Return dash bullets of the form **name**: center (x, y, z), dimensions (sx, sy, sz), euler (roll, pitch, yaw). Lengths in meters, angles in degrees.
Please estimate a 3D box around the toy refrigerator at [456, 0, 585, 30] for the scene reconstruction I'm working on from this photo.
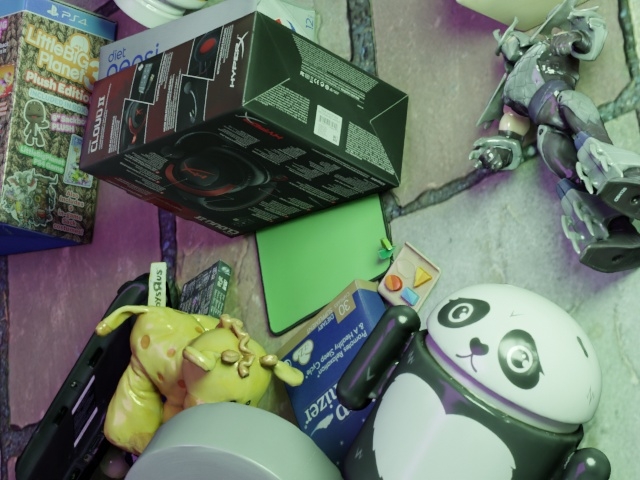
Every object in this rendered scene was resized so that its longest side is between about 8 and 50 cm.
- **toy refrigerator**: center (0.250, -0.293, 1.582), dimensions (0.269, 0.102, 0.094), euler (-25, 61, 41)

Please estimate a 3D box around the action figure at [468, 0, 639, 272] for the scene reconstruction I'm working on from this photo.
- **action figure**: center (0.215, -0.108, 1.565), dimensions (0.185, 0.099, 0.285), euler (-66, 34, 36)

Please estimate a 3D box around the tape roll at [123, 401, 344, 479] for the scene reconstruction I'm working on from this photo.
- **tape roll**: center (-0.081, 0.264, 1.692), dimensions (0.219, 0.219, 0.072), euler (-34, 13, 36)

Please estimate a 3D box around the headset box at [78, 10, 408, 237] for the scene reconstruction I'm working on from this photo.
- **headset box**: center (-0.090, -0.107, 1.798), dimensions (0.293, 0.218, 0.110), euler (-17, 58, 45)

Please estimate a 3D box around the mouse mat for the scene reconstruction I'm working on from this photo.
- **mouse mat**: center (0.000, 0.000, 1.835), dimensions (0.189, 0.007, 0.153), euler (-30, 58, 37)

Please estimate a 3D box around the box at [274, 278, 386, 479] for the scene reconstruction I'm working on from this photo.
- **box**: center (0.037, 0.166, 1.724), dimensions (0.136, 0.036, 0.225), euler (-44, 51, 30)

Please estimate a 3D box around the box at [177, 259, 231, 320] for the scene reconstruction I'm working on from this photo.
- **box**: center (-0.131, 0.069, 1.923), dimensions (0.067, 0.018, 0.083), euler (-33, 33, 36)

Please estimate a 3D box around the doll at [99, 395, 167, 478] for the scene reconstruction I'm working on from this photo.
- **doll**: center (-0.181, 0.198, 1.939), dimensions (0.189, 0.046, 0.129), euler (-47, 46, 24)

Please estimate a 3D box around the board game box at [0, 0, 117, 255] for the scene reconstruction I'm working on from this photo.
- **board game box**: center (-0.395, -0.140, 2.202), dimensions (0.232, 0.141, 0.291), euler (-6, 74, 46)

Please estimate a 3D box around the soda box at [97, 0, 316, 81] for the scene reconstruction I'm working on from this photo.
- **soda box**: center (-0.134, -0.194, 1.974), dimensions (0.286, 0.091, 0.098), euler (-11, 71, 45)

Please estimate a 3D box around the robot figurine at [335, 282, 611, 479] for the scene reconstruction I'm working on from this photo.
- **robot figurine**: center (0.126, 0.171, 1.518), dimensions (0.278, 0.209, 0.173), euler (-61, 14, 16)

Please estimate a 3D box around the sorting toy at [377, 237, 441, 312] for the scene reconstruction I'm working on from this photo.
- **sorting toy**: center (0.078, 0.033, 1.730), dimensions (0.083, 0.012, 0.062), euler (41, 109, 39)

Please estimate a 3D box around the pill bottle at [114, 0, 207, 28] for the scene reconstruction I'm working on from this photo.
- **pill bottle**: center (-0.153, -0.351, 2.022), dimensions (0.215, 0.117, 0.117), euler (-55, 45, 20)

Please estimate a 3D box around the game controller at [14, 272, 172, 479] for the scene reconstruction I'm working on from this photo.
- **game controller**: center (-0.256, 0.189, 1.993), dimensions (0.319, 0.067, 0.166), euler (-58, 30, 18)

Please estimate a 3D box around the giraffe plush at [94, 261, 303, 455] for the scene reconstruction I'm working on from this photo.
- **giraffe plush**: center (-0.111, 0.137, 1.759), dimensions (0.170, 0.181, 0.210), euler (14, 120, 51)
